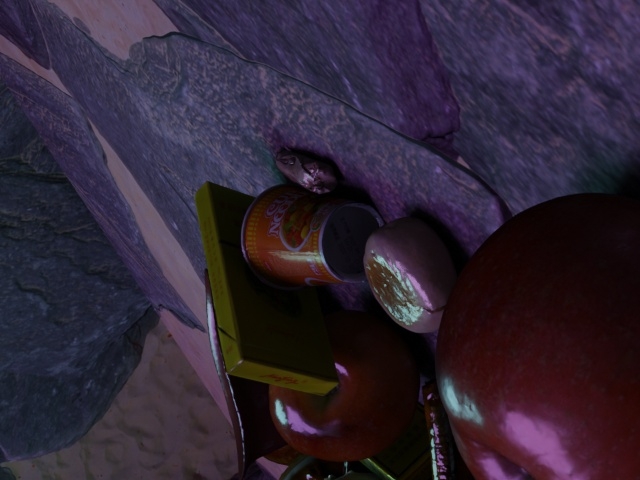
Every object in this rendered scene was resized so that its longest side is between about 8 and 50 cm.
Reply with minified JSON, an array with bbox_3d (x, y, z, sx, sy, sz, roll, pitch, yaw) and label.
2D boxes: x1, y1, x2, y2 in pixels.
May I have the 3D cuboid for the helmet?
[{"bbox_3d":[-0.076,0.220,2.161,0.337,0.230,0.385,120,137,-76],"label":"helmet"}]

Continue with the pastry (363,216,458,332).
[{"bbox_3d":[0.124,0.045,1.564,0.156,0.092,0.156,52,163,23],"label":"pastry"}]

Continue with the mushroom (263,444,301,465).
[{"bbox_3d":[-0.063,0.334,2.444,0.263,0.195,0.283,-48,55,35],"label":"mushroom"}]

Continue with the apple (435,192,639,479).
[{"bbox_3d":[0.263,0.136,1.104,0.348,0.277,0.348,45,163,18],"label":"apple"}]

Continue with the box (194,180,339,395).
[{"bbox_3d":[-0.085,0.070,1.816,0.187,0.047,0.335,19,-138,-37],"label":"box"}]

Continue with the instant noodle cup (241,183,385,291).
[{"bbox_3d":[0.000,0.000,1.722,0.185,0.168,0.168,5,132,58],"label":"instant noodle cup"}]

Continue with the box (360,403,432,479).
[{"bbox_3d":[0.123,0.343,2.122,0.220,0.141,0.064,34,158,42],"label":"box"}]

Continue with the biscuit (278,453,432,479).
[{"bbox_3d":[0.083,0.521,2.343,0.366,0.268,0.115,14,-172,-16],"label":"biscuit"}]

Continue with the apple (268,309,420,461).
[{"bbox_3d":[0.035,0.234,1.913,0.253,0.253,0.253,45,162,19],"label":"apple"}]

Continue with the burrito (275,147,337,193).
[{"bbox_3d":[-0.021,-0.099,1.734,0.149,0.041,0.055,26,137,61],"label":"burrito"}]

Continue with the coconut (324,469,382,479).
[{"bbox_3d":[0.067,0.547,2.139,0.297,0.297,0.255,152,99,-73],"label":"coconut"}]

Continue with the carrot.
[{"bbox_3d":[0.202,0.345,1.889,0.070,0.070,0.260,180,81,-68],"label":"carrot"}]
